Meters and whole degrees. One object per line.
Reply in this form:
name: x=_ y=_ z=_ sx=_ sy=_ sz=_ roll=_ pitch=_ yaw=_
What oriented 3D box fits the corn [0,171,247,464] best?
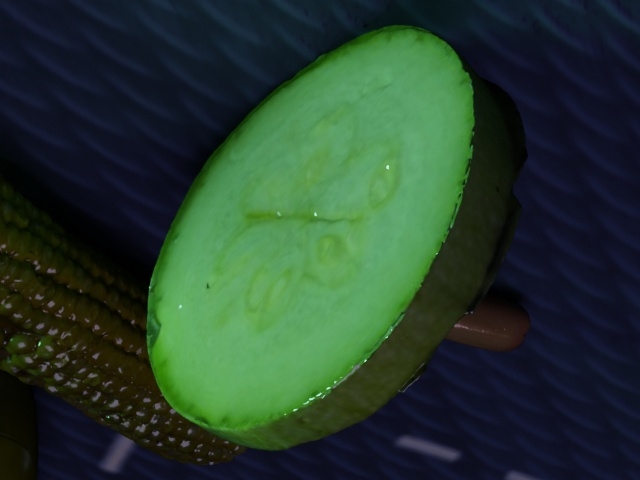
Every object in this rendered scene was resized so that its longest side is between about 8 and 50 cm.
corn: x=-0.156 y=0.033 z=0.866 sx=0.097 sy=0.097 sz=0.320 roll=-31 pitch=129 yaw=27

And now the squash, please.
squash: x=-0.003 y=-0.003 z=0.742 sx=0.219 sy=0.219 sz=0.041 roll=-30 pitch=129 yaw=27

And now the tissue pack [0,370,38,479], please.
tissue pack: x=-0.242 y=0.167 z=0.975 sx=0.123 sy=0.127 sz=0.178 roll=12 pitch=133 yaw=-10

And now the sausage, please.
sausage: x=0.082 y=0.043 z=0.919 sx=0.083 sy=0.034 sz=0.034 roll=15 pitch=133 yaw=-14
